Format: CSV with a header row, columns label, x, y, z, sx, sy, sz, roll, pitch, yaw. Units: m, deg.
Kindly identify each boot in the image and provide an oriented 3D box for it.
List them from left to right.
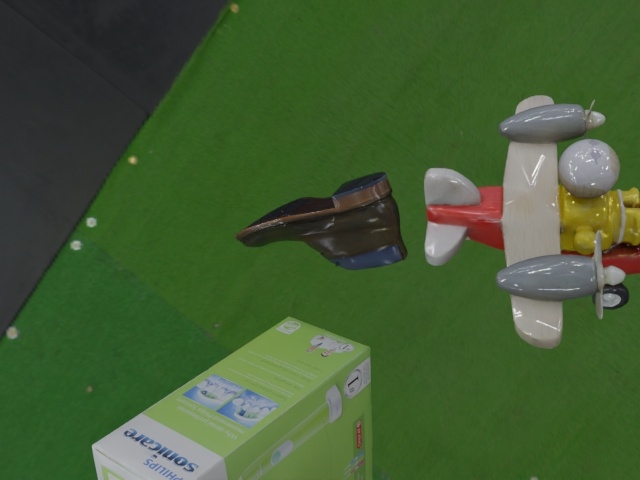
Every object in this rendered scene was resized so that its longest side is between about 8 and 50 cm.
label,x,y,z,sx,sy,sz,roll,pitch,yaw
boot,0.000,0.000,1.031,0.219,0.082,0.106,-17,104,30

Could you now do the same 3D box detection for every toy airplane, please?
label,x,y,z,sx,sy,sz,roll,pitch,yaw
toy airplane,0.343,-0.057,1.296,0.384,0.272,0.386,-24,63,-29

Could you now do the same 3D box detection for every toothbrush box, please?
label,x,y,z,sx,sy,sz,roll,pitch,yaw
toothbrush box,-0.073,0.239,0.879,0.122,0.283,0.206,16,122,34
